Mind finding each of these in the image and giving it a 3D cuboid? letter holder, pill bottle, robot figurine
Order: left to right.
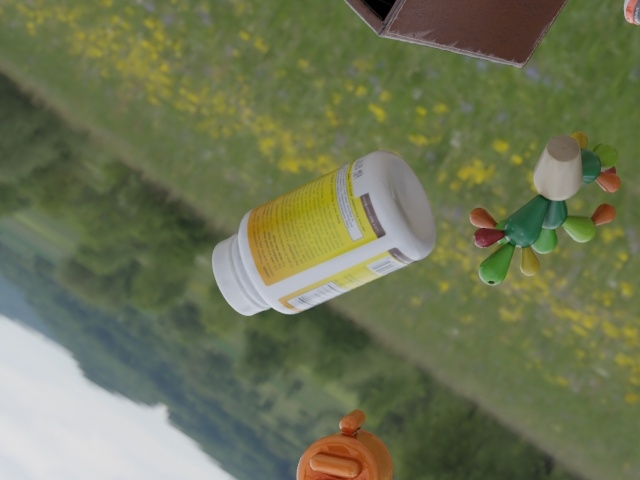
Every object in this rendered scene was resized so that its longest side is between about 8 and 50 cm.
[{"bbox_3d":[0.000,0.000,1.530,0.117,0.215,0.117,45,-149,-38],"label":"pill bottle"},{"bbox_3d":[0.038,0.350,2.272,0.158,0.128,0.219,62,-169,8],"label":"robot figurine"},{"bbox_3d":[0.184,-0.366,1.933,0.301,0.214,0.152,4,-142,-47],"label":"letter holder"}]

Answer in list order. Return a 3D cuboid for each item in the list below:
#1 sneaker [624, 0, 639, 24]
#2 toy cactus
[{"bbox_3d":[0.372,-0.273,1.516,0.061,0.158,0.065,23,-166,-45],"label":"sneaker"},{"bbox_3d":[0.237,-0.052,1.574,0.112,0.219,0.180,49,160,25],"label":"toy cactus"}]
